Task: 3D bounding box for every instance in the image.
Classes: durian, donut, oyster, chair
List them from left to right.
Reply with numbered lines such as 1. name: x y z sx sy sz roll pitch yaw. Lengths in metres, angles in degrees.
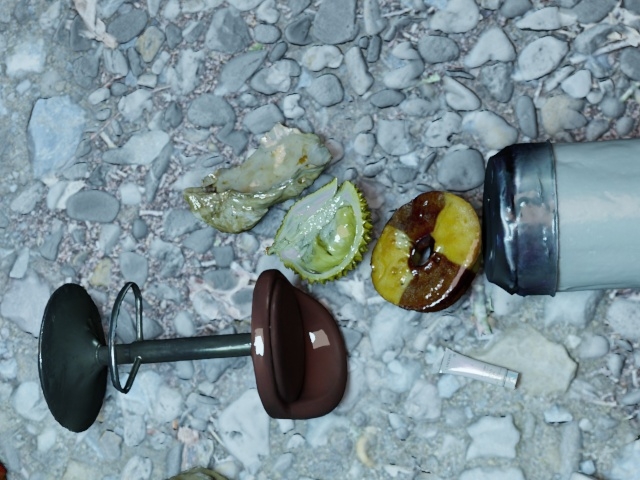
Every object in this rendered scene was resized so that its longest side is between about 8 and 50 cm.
1. chair: -0.174 0.156 1.367 0.401 0.226 0.226 -5 78 9
2. oyster: -0.091 -0.087 1.465 0.233 0.161 0.107 -26 118 -1
3. durian: 0.000 0.000 1.436 0.208 0.102 0.146 -19 72 31
4. donut: 0.163 0.022 1.386 0.166 0.073 0.184 18 81 35

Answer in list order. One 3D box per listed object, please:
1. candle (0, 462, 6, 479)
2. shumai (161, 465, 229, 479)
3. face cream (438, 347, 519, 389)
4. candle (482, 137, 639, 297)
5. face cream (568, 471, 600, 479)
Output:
1. candle: -0.607 0.288 1.511 0.084 0.059 0.301 -36 76 -10
2. shumai: -0.223 0.467 1.294 0.267 0.262 0.314 14 80 13
3. face cream: 0.232 0.191 1.383 0.115 0.020 0.038 15 82 17
4. candle: 0.398 -0.034 1.298 0.343 0.221 0.221 -2 78 7
5. face cream: 0.317 0.445 1.282 0.082 0.082 0.269 25 84 15
